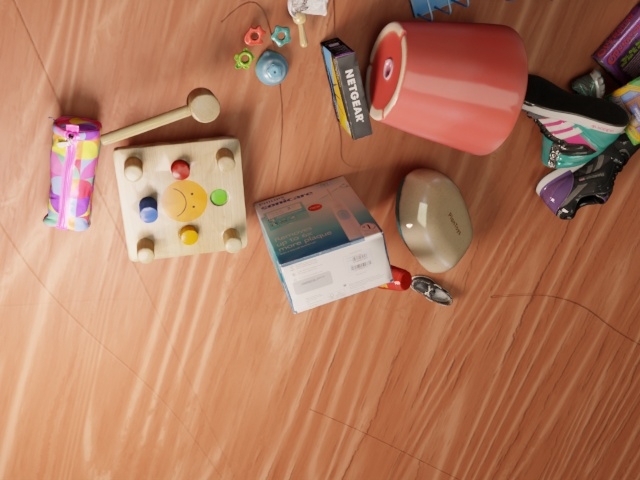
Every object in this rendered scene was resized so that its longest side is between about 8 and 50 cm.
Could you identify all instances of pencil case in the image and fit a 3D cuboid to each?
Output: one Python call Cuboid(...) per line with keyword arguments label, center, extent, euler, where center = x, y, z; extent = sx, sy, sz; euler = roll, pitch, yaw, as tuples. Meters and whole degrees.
Cuboid(label="pencil case", center=(-0.494, -0.133, 1.596), extent=(0.105, 0.104, 0.236), euler=(4, 115, -17))

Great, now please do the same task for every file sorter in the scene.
Cuboid(label="file sorter", center=(0.267, -0.524, 1.606), extent=(0.170, 0.104, 0.118), euler=(-23, 120, -4))

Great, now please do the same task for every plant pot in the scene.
Cuboid(label="plant pot", center=(0.236, -0.318, 1.600), extent=(0.243, 0.275, 0.274), euler=(7, 114, -19))

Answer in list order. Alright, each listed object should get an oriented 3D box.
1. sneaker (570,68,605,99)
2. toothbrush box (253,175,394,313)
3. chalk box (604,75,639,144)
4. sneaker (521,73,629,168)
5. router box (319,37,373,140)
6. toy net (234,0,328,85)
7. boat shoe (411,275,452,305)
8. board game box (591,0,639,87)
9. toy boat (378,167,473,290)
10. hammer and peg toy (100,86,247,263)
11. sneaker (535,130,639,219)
Cuboid(label="sneaker", center=(0.614, -0.309, 1.844), extent=(0.076, 0.065, 0.166), euler=(-14, 117, 10))
Cuboid(label="toothbrush box", center=(0.000, 0.000, 1.686), extent=(0.216, 0.295, 0.126), euler=(-17, 119, -5))
Cuboid(label="chalk box", center=(0.727, -0.304, 1.750), extent=(0.132, 0.213, 0.132), euler=(-32, 90, -10))
Cuboid(label="sneaker", center=(0.513, -0.257, 1.804), extent=(0.296, 0.123, 0.178), euler=(20, 140, 5))
Cuboid(label="router box", center=(0.052, -0.310, 1.637), extent=(0.046, 0.133, 0.178), euler=(-19, 119, -6))
Cuboid(label="toy net", center=(-0.075, -0.424, 1.599), extent=(0.122, 0.045, 0.232), euler=(28, 104, -24))
Cuboid(label="boat shoe", center=(0.273, 0.126, 1.970), extent=(0.125, 0.038, 0.046), euler=(31, 105, -26))
Cuboid(label="board game box", center=(0.798, -0.484, 1.807), extent=(0.208, 0.056, 0.347), euler=(34, 103, -31))
Cuboid(label="toy boat", center=(0.202, -0.010, 1.799), extent=(0.318, 0.148, 0.267), euler=(-48, 128, -27))
Cuboid(label="hammer and peg toy", center=(-0.292, -0.133, 1.636), extent=(0.266, 0.127, 0.361), euler=(-8, 118, -9))
Cuboid(label="sneaker", center=(0.657, -0.148, 1.875), extent=(0.283, 0.124, 0.107), euler=(-34, 150, 7))
